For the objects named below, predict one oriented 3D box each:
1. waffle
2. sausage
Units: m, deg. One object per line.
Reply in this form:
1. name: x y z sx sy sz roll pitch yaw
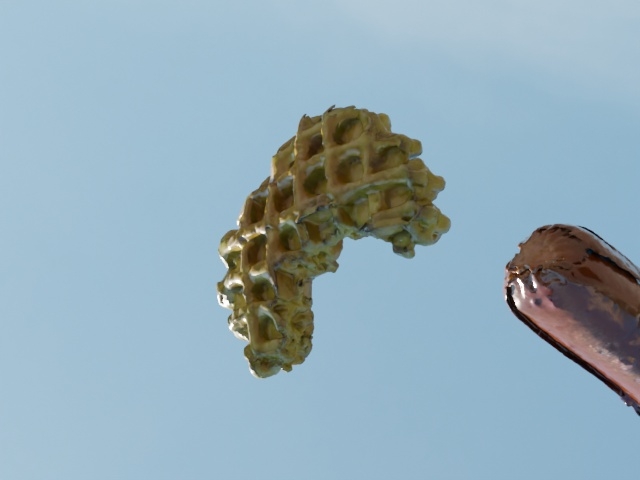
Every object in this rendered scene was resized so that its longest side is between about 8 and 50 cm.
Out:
1. waffle: -0.002 -0.001 1.125 0.051 0.194 0.149 20 -154 -42
2. sausage: 0.277 0.084 1.472 0.330 0.102 0.102 38 -168 -38
